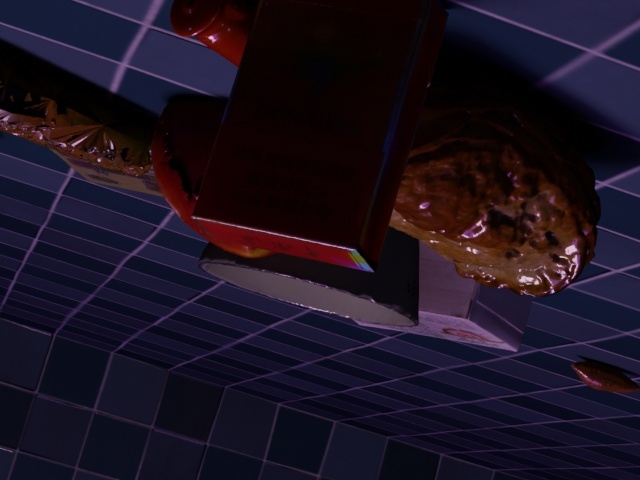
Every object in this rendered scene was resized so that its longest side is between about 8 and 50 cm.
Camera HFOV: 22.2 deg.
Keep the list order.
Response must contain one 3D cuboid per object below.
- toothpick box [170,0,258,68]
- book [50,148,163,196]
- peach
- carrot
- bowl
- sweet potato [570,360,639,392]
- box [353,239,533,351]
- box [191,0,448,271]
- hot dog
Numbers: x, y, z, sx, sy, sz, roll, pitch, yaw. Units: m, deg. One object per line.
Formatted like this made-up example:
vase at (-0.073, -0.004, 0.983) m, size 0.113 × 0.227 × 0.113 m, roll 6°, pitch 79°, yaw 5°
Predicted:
toothpick box at (-0.059, -0.141, 1.090) m, size 0.047 × 0.047 × 0.083 m, roll 6°, pitch 164°, yaw 40°
book at (-0.188, -0.076, 1.642) m, size 0.168 × 0.013 × 0.192 m, roll 12°, pitch 168°, yaw 15°
peach at (-0.073, -0.063, 1.366) m, size 0.172 × 0.127 × 0.092 m, roll 39°, pitch -178°, yaw 15°
carrot at (-0.235, -0.113, 1.414) m, size 0.229 × 0.069 × 0.069 m, roll 23°, pitch 166°, yaw -36°
bowl at (0.000, 0.000, 1.487) m, size 0.211 × 0.112 × 0.211 m, roll 13°, pitch 171°, yaw 2°
sweet potato at (0.350, 0.170, 2.016) m, size 0.095 × 0.034 × 0.034 m, roll 22°, pitch 167°, yaw -9°
box at (0.102, 0.050, 1.679) m, size 0.199 × 0.081 × 0.135 m, roll 11°, pitch 168°, yaw 31°
box at (0.001, -0.077, 0.994) m, size 0.112 × 0.175 × 0.048 m, roll 12°, pitch 166°, yaw 20°
hot dog at (0.086, -0.053, 1.160) m, size 0.175 × 0.114 × 0.259 m, roll 10°, pitch 166°, yaw 47°
